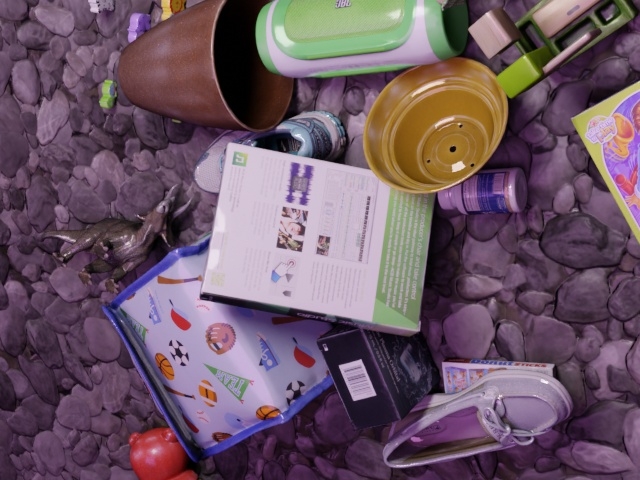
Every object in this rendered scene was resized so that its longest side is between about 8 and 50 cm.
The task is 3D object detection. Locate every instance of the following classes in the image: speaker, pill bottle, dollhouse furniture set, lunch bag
[{"bbox_3d":[0.057,-0.308,1.466,0.296,0.131,0.131,-1,105,29],"label":"speaker"},{"bbox_3d":[0.236,-0.071,1.475,0.120,0.067,0.067,-1,105,29],"label":"pill bottle"},{"bbox_3d":[0.244,-0.359,1.304,0.151,0.197,0.302,-37,87,33],"label":"dollhouse furniture set"},{"bbox_3d":[-0.190,0.180,1.700,0.385,0.239,0.328,-31,90,48],"label":"lunch bag"}]

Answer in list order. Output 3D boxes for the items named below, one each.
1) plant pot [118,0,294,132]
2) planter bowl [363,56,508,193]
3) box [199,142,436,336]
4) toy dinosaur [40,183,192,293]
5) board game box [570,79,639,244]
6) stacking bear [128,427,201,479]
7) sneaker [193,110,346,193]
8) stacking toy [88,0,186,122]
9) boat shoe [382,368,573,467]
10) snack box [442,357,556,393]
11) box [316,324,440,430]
[{"bbox_3d":[-0.193,-0.269,1.569,0.230,0.215,0.216,0,105,32],"label":"plant pot"},{"bbox_3d":[0.177,-0.148,1.449,0.217,0.090,0.217,-12,63,24],"label":"planter bowl"},{"bbox_3d":[0.000,0.000,1.483,0.321,0.058,0.232,11,75,-5],"label":"box"},{"bbox_3d":[-0.368,0.008,1.799,0.313,0.160,0.121,-9,112,39],"label":"toy dinosaur"},{"bbox_3d":[0.532,-0.141,1.284,0.347,0.078,0.233,-29,90,32],"label":"board game box"},{"bbox_3d":[-0.274,0.489,1.886,0.175,0.164,0.289,-13,94,31],"label":"stacking bear"},{"bbox_3d":[-0.106,-0.139,1.610,0.283,0.122,0.110,-17,96,32],"label":"sneaker"},{"bbox_3d":[-0.309,-0.317,1.708,0.166,0.052,0.221,12,112,25],"label":"stacking toy"},{"bbox_3d":[0.235,0.282,1.542,0.320,0.103,0.118,-18,116,37],"label":"boat shoe"},{"bbox_3d":[0.277,0.219,1.569,0.178,0.022,0.064,0,108,29],"label":"snack box"},{"bbox_3d":[0.093,0.188,1.580,0.093,0.158,0.156,-20,96,33],"label":"box"}]
